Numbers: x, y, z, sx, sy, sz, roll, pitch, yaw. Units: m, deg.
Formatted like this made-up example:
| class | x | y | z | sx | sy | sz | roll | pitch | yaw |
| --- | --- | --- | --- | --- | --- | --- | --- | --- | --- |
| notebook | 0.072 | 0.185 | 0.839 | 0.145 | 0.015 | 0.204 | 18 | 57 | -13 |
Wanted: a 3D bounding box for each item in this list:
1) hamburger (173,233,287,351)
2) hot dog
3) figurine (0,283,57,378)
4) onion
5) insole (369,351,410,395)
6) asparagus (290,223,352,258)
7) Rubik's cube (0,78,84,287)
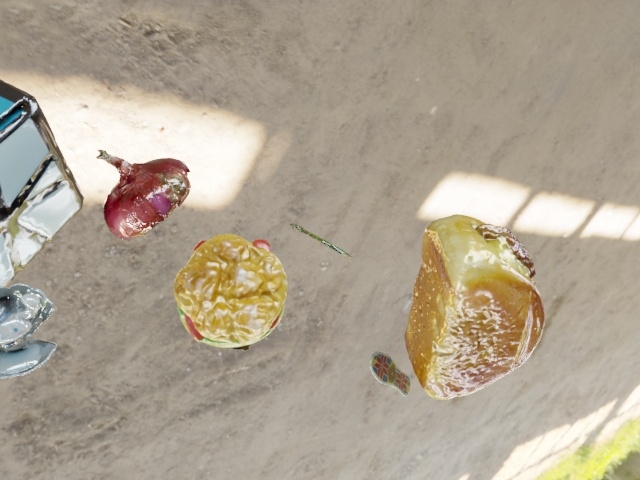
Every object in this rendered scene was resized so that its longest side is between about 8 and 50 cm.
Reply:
| class | x | y | z | sx | sy | sz | roll | pitch | yaw |
| --- | --- | --- | --- | --- | --- | --- | --- | --- | --- |
| hamburger | -0.170 | 0.091 | 1.039 | 0.237 | 0.237 | 0.149 | -34 | 171 | -17 |
| hot dog | 0.308 | 0.135 | 1.067 | 0.223 | 0.185 | 0.405 | -4 | 130 | -6 |
| figurine | -0.346 | 0.097 | 0.597 | 0.094 | 0.082 | 0.086 | -9 | 111 | -21 |
| onion | -0.274 | -0.083 | 0.792 | 0.150 | 0.150 | 0.140 | -45 | 118 | -4 |
| insole | 0.156 | 0.293 | 1.183 | 0.193 | 0.006 | 0.065 | 44 | 52 | -42 |
| asparagus | 0.000 | 0.000 | 1.224 | 0.013 | 0.166 | 0.016 | -35 | 151 | -58 |
| Rubik's cube | -0.609 | -0.102 | 0.867 | 0.288 | 0.283 | 0.293 | -57 | 170 | -28 |
